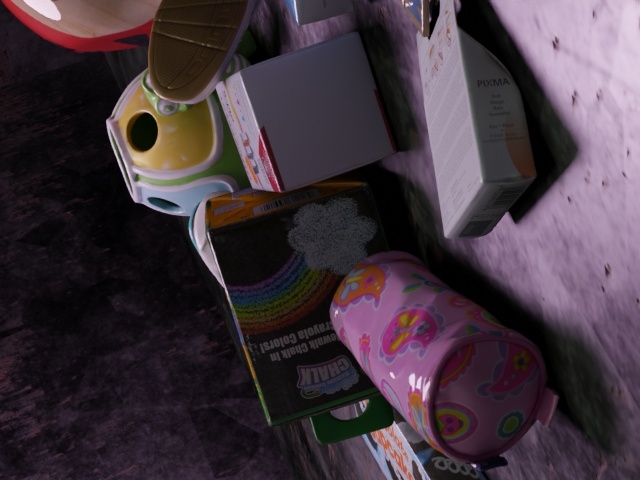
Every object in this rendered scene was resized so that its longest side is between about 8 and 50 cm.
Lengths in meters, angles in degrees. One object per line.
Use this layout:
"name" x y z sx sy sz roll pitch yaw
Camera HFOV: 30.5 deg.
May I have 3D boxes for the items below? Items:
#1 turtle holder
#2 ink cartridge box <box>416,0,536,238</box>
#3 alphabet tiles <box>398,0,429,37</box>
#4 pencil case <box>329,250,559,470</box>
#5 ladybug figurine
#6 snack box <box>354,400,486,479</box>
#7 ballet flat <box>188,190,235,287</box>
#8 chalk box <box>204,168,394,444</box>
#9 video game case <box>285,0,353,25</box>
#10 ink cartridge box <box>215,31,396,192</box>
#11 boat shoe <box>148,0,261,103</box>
"turtle holder" -0.165 -0.144 1.612 0.320 0.228 0.243 -151 43 -74
"ink cartridge box" 0.113 -0.105 0.889 0.145 0.045 0.179 108 158 -73
"alphabet tiles" 0.041 -0.302 0.884 0.237 0.009 0.198 83 166 -49
"pencil case" 0.102 0.098 1.062 0.284 0.124 0.124 -142 33 -68
"ladybug figurine" -0.240 -0.321 1.417 0.449 0.305 0.161 -63 -39 -82
"snack box" 0.120 0.266 1.408 0.322 0.060 0.187 -124 18 -50
"ballet flat" -0.041 0.084 1.632 0.400 0.139 0.139 59 178 -40
"chalk box" -0.001 0.079 1.289 0.179 0.180 0.288 -111 4 -75
"video game case" -0.049 -0.372 1.059 0.244 0.061 0.269 82 166 -51
"ink cartridge box" -0.020 -0.128 1.205 0.176 0.127 0.128 -165 55 -78
"boat shoe" -0.104 -0.259 1.259 0.096 0.098 0.277 59 -134 -67
